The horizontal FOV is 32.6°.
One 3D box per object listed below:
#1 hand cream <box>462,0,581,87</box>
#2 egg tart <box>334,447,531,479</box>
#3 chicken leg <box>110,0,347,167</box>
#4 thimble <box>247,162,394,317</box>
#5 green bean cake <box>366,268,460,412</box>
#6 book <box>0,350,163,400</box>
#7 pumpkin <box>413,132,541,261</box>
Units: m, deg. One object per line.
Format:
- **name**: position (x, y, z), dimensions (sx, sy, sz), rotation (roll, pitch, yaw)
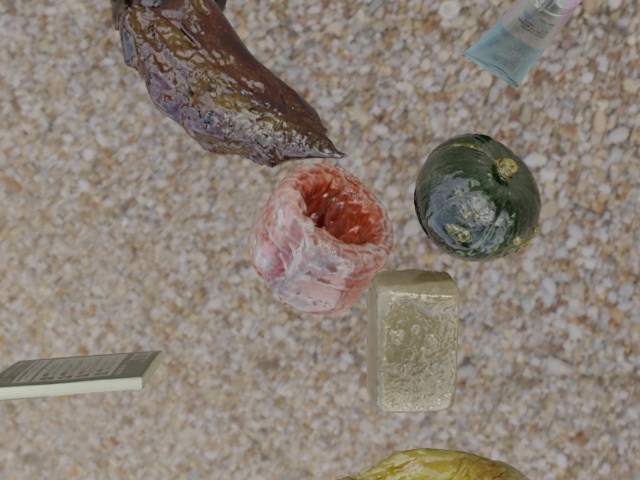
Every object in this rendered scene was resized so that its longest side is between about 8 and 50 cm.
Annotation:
- **hand cream**: position (0.316, -0.327, 1.696), dimensions (0.111, 0.070, 0.312), rotation (28, 157, -2)
- **egg tart**: position (0.091, 0.271, 0.997), dimensions (0.241, 0.241, 0.106), rotation (-6, 102, 32)
- **chicken leg**: position (-0.084, -0.130, 0.840), dimensions (0.234, 0.105, 0.063), rotation (52, 164, 20)
- **thimble**: position (0.000, 0.000, 1.857), dimensions (0.239, 0.239, 0.162), rotation (38, 126, 0)
- **green bean cake**: position (0.119, 0.130, 1.421), dimensions (0.109, 0.085, 0.179), rotation (-4, 107, -8)
- **book**: position (-0.414, 0.227, 1.861), dimensions (0.264, 0.202, 0.027), rotation (-4, 98, 2)
- **pumpkin**: position (0.215, -0.057, 1.492), dimensions (0.190, 0.190, 0.146), rotation (45, 147, -7)
